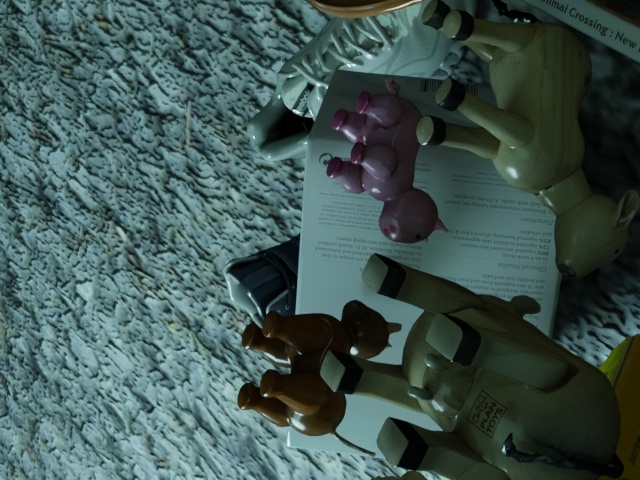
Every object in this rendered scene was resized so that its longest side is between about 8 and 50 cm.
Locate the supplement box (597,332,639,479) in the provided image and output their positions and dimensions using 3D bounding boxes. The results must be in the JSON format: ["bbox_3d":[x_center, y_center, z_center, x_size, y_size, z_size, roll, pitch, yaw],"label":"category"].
[{"bbox_3d":[0.273,0.272,0.889,0.356,0.195,0.194,36,134,-1],"label":"supplement box"}]

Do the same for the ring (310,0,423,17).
[{"bbox_3d":[0.111,-0.291,0.936,0.336,0.336,0.032,-5,138,49],"label":"ring"}]

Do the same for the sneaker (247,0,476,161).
[{"bbox_3d":[0.035,-0.161,1.192,0.110,0.118,0.292,60,137,19],"label":"sneaker"}]

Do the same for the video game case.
[{"bbox_3d":[0.226,-0.152,0.901,0.193,0.212,0.023,38,117,35],"label":"video game case"}]

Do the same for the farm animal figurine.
[{"bbox_3d":[0.101,0.046,0.832,0.330,0.172,0.327,-58,29,26],"label":"farm animal figurine"}]

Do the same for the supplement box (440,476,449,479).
[{"bbox_3d":[0.153,0.199,1.219,0.083,0.056,0.083,59,138,17],"label":"supplement box"}]

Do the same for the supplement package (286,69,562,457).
[{"bbox_3d":[0.088,0.020,1.068,0.199,0.198,0.262,6,113,4],"label":"supplement package"}]

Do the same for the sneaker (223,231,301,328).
[{"bbox_3d":[0.001,0.002,1.249,0.086,0.163,0.226,48,132,30],"label":"sneaker"}]
